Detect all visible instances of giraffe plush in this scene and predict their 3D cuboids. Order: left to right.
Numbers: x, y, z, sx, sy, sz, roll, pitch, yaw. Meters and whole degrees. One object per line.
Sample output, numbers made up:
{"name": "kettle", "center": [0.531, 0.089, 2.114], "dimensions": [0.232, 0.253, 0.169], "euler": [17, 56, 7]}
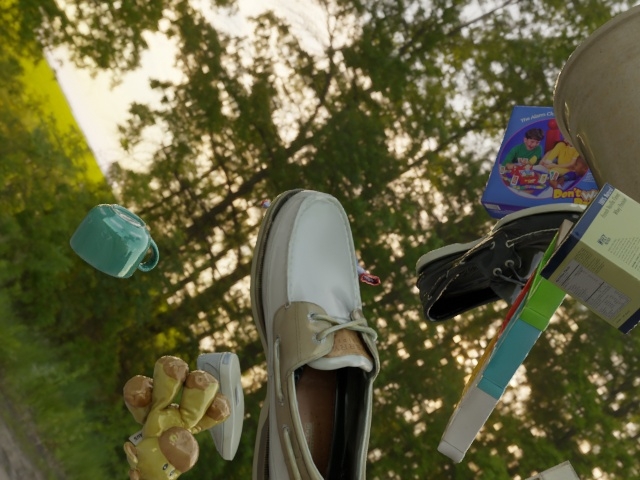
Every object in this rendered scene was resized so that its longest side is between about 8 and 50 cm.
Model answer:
{"name": "giraffe plush", "center": [-0.254, 0.322, 1.173], "dimensions": [0.181, 0.210, 0.170], "euler": [33, 18, -17]}

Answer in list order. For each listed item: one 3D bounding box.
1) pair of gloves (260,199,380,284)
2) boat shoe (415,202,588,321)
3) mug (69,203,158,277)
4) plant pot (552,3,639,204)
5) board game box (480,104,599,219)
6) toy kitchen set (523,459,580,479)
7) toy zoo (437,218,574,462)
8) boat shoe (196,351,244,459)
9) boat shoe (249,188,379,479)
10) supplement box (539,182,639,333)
{"name": "pair of gloves", "center": [0.000, 0.000, 1.028], "dimensions": [0.159, 0.023, 0.198], "euler": [45, 13, 35]}
{"name": "boat shoe", "center": [0.269, 0.048, 1.075], "dimensions": [0.127, 0.113, 0.340], "euler": [32, -35, -31]}
{"name": "mug", "center": [-0.375, -0.006, 1.343], "dimensions": [0.129, 0.097, 0.158], "euler": [37, 8, 12]}
{"name": "plant pot", "center": [0.518, -0.116, 1.013], "dimensions": [0.334, 0.334, 0.305], "euler": [79, 13, -51]}
{"name": "board game box", "center": [0.517, -0.139, 1.405], "dimensions": [0.347, 0.233, 0.078], "euler": [11, -19, 36]}
{"name": "toy kitchen set", "center": [0.286, 0.332, 0.909], "dimensions": [0.083, 0.075, 0.068], "euler": [88, -21, -61]}
{"name": "toy zoo", "center": [0.210, 0.125, 0.819], "dimensions": [0.030, 0.293, 0.192], "euler": [30, 23, 12]}
{"name": "boat shoe", "center": [-0.189, 0.300, 1.322], "dimensions": [0.079, 0.081, 0.227], "euler": [-64, 156, -63]}
{"name": "boat shoe", "center": [0.004, 0.098, 0.645], "dimensions": [0.103, 0.113, 0.302], "euler": [-11, -102, 57]}
{"name": "supplement box", "center": [0.241, 0.013, 0.589], "dimensions": [0.083, 0.083, 0.056], "euler": [37, -39, 13]}
